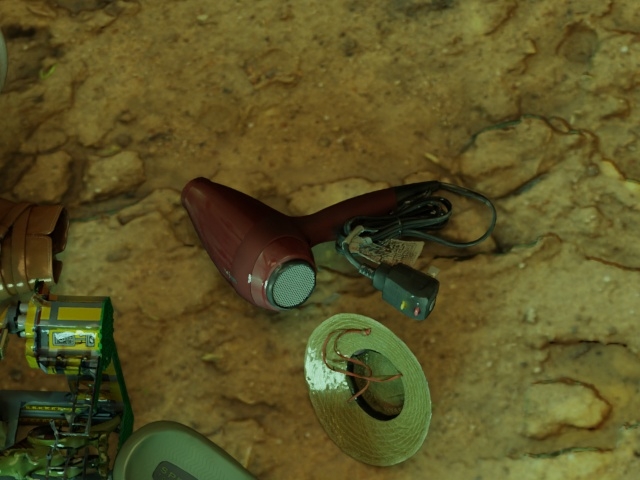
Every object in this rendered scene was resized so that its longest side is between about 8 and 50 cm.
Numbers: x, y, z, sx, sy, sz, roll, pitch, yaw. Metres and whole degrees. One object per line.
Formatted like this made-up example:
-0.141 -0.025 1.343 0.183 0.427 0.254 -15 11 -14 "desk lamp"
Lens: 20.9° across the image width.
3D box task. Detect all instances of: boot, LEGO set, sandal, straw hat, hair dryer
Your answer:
-0.319 0.043 1.618 0.152 0.073 0.197 1 65 9 "boot"
-0.276 0.206 1.466 0.192 0.255 0.331 1 65 3 "LEGO set"
-0.044 0.262 1.482 0.302 0.086 0.120 33 71 -12 "sandal"
0.058 0.126 1.576 0.144 0.144 0.061 45 35 18 "straw hat"
0.000 0.000 1.617 0.293 0.080 0.223 14 27 15 "hair dryer"

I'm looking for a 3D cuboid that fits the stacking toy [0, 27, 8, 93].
-0.410 0.021 1.450 0.350 0.351 0.480 -13 62 -3 "stacking toy"
